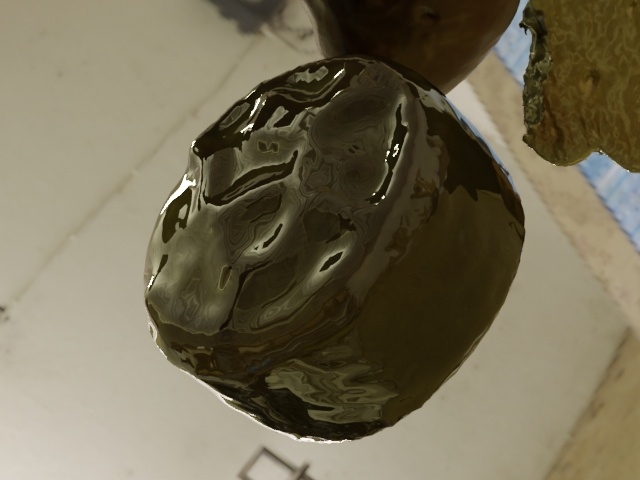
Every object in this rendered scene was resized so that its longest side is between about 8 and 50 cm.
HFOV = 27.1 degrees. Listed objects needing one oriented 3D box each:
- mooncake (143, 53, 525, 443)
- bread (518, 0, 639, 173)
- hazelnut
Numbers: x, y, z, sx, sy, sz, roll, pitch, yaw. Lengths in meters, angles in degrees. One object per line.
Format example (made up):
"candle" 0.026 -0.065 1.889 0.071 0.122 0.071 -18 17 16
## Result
"mooncake" 0.000 0.000 0.997 0.284 0.155 0.284 -25 46 28
"bread" 0.227 -0.172 0.949 0.039 0.181 0.251 -29 -62 -65
"hazelnut" 0.069 -0.236 1.164 0.217 0.217 0.252 -50 -35 -57
